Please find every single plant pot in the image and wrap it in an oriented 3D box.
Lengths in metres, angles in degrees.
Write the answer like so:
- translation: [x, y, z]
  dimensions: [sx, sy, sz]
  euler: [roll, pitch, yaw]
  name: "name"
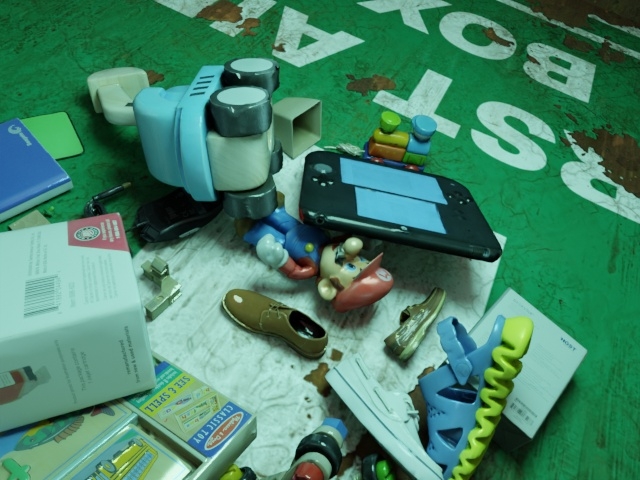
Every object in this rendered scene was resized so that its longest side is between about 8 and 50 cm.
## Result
- translation: [-0.068, -0.281, 1.200]
  dimensions: [0.096, 0.109, 0.109]
  euler: [30, 52, 25]
  name: "plant pot"

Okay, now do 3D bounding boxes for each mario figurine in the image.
- translation: [0.000, 0.000, 0.949]
  dimensions: [0.320, 0.170, 0.198]
  euler: [31, 78, 18]
  name: "mario figurine"

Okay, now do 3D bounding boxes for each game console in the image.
- translation: [0.149, -0.085, 1.040]
  dimensions: [0.385, 0.060, 0.342]
  euler: [11, 25, -5]
  name: "game console"

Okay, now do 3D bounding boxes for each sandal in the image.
- translation: [0.214, 0.248, 0.786]
  dimensions: [0.138, 0.126, 0.318]
  euler: [22, 89, 26]
  name: "sandal"

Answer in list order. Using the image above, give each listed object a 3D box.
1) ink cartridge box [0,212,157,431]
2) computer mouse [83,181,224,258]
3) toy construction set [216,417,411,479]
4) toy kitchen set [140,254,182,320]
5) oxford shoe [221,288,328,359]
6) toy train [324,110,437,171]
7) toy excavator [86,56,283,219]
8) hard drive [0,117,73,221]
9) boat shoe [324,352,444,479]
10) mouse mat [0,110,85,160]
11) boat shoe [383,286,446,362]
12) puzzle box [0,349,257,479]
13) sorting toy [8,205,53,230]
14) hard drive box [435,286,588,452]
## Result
- translation: [-0.457, 0.117, 0.712]
  dimensions: [0.384, 0.161, 0.279]
  euler: [-12, 34, -21]
  name: "ink cartridge box"
- translation: [-0.326, -0.060, 1.002]
  dimensions: [0.262, 0.060, 0.184]
  euler: [-33, 63, -25]
  name: "computer mouse"
- translation: [-0.036, 0.410, 0.633]
  dimensions: [0.237, 0.258, 0.309]
  euler: [-24, 29, 22]
  name: "toy construction set"
- translation: [-0.301, 0.077, 0.890]
  dimensions: [0.083, 0.068, 0.075]
  euler: [34, 53, 13]
  name: "toy kitchen set"
- translation: [-0.079, 0.132, 0.898]
  dimensions: [0.212, 0.076, 0.076]
  euler: [24, 53, 7]
  name: "oxford shoe"
- translation: [0.142, -0.243, 1.189]
  dimensions: [0.247, 0.143, 0.105]
  euler: [11, 51, -5]
  name: "toy train"
- translation: [-0.298, -0.247, 1.009]
  dimensions: [0.444, 0.223, 0.433]
  euler: [1, 38, 0]
  name: "toy excavator"
- translation: [-0.675, -0.102, 0.949]
  dimensions: [0.318, 0.040, 0.210]
  euler: [-36, 68, -31]
  name: "hard drive"
- translation: [0.106, 0.266, 0.773]
  dimensions: [0.084, 0.095, 0.258]
  euler: [-40, 47, -10]
  name: "boat shoe"
- translation: [-0.620, -0.212, 1.075]
  dimensions: [0.189, 0.007, 0.153]
  euler: [-20, 60, -27]
  name: "mouse mat"
- translation: [0.182, 0.147, 0.953]
  dimensions: [0.060, 0.064, 0.178]
  euler: [35, 56, 12]
  name: "boat shoe"
- translation: [-0.309, 0.303, 0.623]
  dimensions: [0.271, 0.052, 0.409]
  euler: [22, 36, 26]
  name: "puzzle box"
- translation: [-0.535, -0.033, 0.954]
  dimensions: [0.062, 0.012, 0.083]
  euler: [36, 57, 21]
  name: "sorting toy"
- translation: [0.342, 0.226, 0.914]
  dimensions: [0.181, 0.089, 0.232]
  euler: [42, 56, 19]
  name: "hard drive box"
